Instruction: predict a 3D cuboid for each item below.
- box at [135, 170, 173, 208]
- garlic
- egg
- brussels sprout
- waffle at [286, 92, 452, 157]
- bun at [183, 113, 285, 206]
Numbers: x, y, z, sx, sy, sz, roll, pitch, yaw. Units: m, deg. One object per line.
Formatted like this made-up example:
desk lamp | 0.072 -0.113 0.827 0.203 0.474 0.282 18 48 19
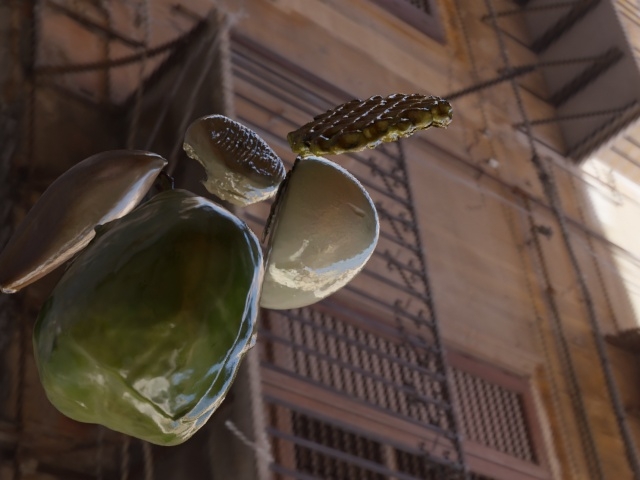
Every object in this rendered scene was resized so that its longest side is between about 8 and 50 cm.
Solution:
box | -0.280 -0.045 2.027 0.041 0.050 0.207 -34 -144 24
garlic | -0.361 -0.037 1.774 0.318 0.112 0.143 -45 -161 9
egg | -0.001 0.003 1.958 0.286 0.174 0.264 108 1 -60
brussels sprout | -0.197 0.096 1.430 0.328 0.247 0.328 -42 -169 10
waffle | 0.073 -0.175 1.820 0.254 0.245 0.052 -145 -141 -70
bun | -0.186 -0.157 2.510 0.116 0.237 0.210 -50 -156 28
